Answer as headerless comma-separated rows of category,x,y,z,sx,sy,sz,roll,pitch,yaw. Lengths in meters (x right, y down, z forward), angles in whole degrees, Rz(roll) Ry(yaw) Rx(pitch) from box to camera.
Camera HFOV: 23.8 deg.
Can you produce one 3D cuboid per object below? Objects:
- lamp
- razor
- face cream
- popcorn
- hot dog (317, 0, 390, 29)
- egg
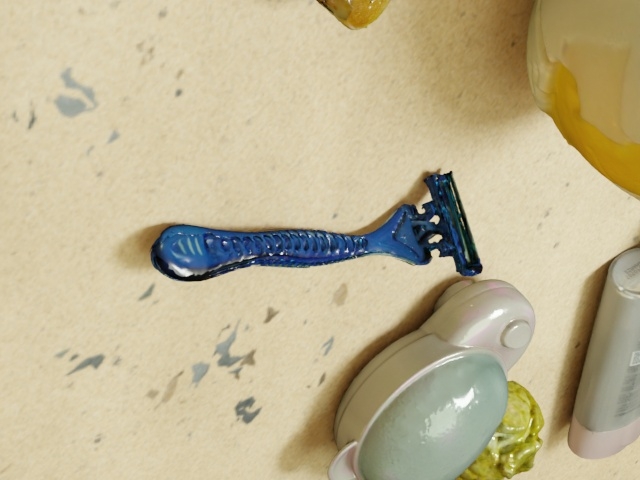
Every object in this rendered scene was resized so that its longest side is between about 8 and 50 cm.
lamp,0.118,0.149,1.429,0.246,0.108,0.179,-51,148,3
razor,-0.007,0.004,1.205,0.324,0.093,0.056,-6,163,-41
face cream,0.337,0.132,1.688,0.107,0.073,0.269,-25,139,-26
popcorn,0.177,0.201,1.548,0.121,0.106,0.116,-26,130,-30
hot dog,0.084,-0.273,1.025,0.289,0.068,0.083,-57,168,3
egg,0.334,-0.164,1.179,0.283,0.345,0.283,5,82,-36
